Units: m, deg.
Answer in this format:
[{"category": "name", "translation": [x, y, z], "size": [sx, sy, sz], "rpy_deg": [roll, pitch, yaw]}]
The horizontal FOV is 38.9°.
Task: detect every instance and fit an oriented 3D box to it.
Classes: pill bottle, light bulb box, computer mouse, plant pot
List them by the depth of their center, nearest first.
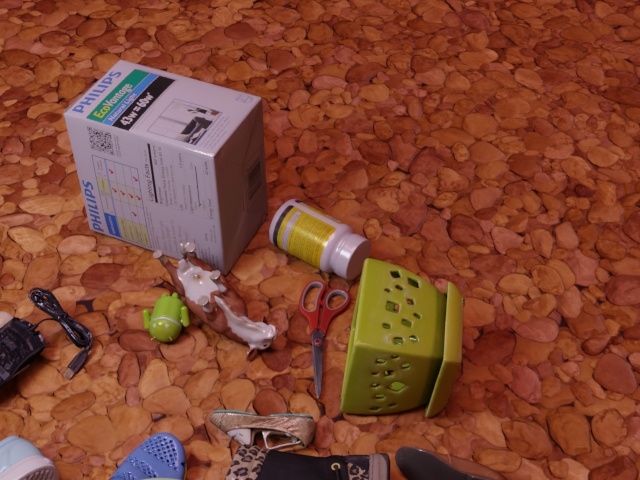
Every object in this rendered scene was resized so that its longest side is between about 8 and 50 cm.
[{"category": "plant pot", "translation": [0.160, 0.198, 1.753], "size": [0.207, 0.228, 0.227], "rpy_deg": [9, 46, 2]}, {"category": "computer mouse", "translation": [-0.588, 0.237, 1.828], "size": [0.184, 0.060, 0.262], "rpy_deg": [40, 54, -4]}, {"category": "light bulb box", "translation": [-0.329, -0.161, 2.011], "size": [0.361, 0.358, 0.225], "rpy_deg": [18, 47, 16]}, {"category": "pill bottle", "translation": [0.000, 0.000, 2.013], "size": [0.208, 0.119, 0.119], "rpy_deg": [28, 53, 25]}]

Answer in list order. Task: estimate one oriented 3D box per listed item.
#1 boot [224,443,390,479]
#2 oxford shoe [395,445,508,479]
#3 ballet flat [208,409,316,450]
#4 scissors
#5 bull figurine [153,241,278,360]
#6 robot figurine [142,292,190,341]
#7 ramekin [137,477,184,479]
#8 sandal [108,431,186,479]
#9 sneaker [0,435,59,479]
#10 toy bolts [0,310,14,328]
[{"category": "boot", "translation": [-0.037, 0.500, 1.519], "size": [0.284, 0.138, 0.377], "rpy_deg": [8, 43, 7]}, {"category": "oxford shoe", "translation": [0.239, 0.423, 1.650], "size": [0.212, 0.076, 0.076], "rpy_deg": [18, 19, 21]}, {"category": "ballet flat", "translation": [-0.112, 0.360, 1.708], "size": [0.206, 0.073, 0.067], "rpy_deg": [0, 60, 7]}, {"category": "scissors", "translation": [-0.015, 0.200, 1.894], "size": [0.109, 0.021, 0.297], "rpy_deg": [11, 48, 9]}, {"category": "bull figurine", "translation": [-0.219, 0.118, 1.877], "size": [0.101, 0.188, 0.310], "rpy_deg": [-44, 52, -15]}, {"category": "robot figurine", "translation": [-0.320, 0.164, 1.898], "size": [0.101, 0.067, 0.115], "rpy_deg": [-3, 45, 11]}, {"category": "ramekin", "translation": [-0.270, 0.525, 1.412], "size": [0.303, 0.148, 0.303], "rpy_deg": [6, 75, -22]}, {"category": "sandal", "translation": [-0.341, 0.456, 1.573], "size": [0.126, 0.138, 0.317], "rpy_deg": [17, 47, 20]}, {"category": "sneaker", "translation": [-0.649, 0.471, 1.582], "size": [0.366, 0.135, 0.150], "rpy_deg": [-27, 43, -34]}, {"category": "toy bolts", "translation": [-0.736, 0.141, 1.857], "size": [0.228, 0.218, 0.158], "rpy_deg": [43, 53, 13]}]
